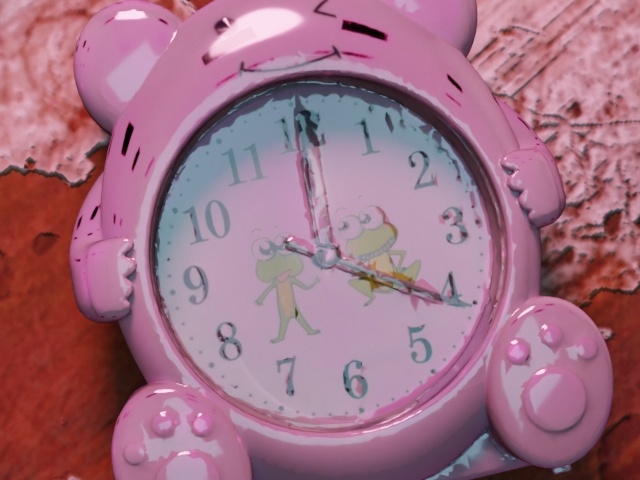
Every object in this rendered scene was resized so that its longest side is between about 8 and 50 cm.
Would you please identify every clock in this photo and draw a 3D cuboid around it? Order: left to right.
[{"bbox_3d":[0.000,0.000,0.712,0.296,0.113,0.322,-12,88,-5],"label":"clock"}]
